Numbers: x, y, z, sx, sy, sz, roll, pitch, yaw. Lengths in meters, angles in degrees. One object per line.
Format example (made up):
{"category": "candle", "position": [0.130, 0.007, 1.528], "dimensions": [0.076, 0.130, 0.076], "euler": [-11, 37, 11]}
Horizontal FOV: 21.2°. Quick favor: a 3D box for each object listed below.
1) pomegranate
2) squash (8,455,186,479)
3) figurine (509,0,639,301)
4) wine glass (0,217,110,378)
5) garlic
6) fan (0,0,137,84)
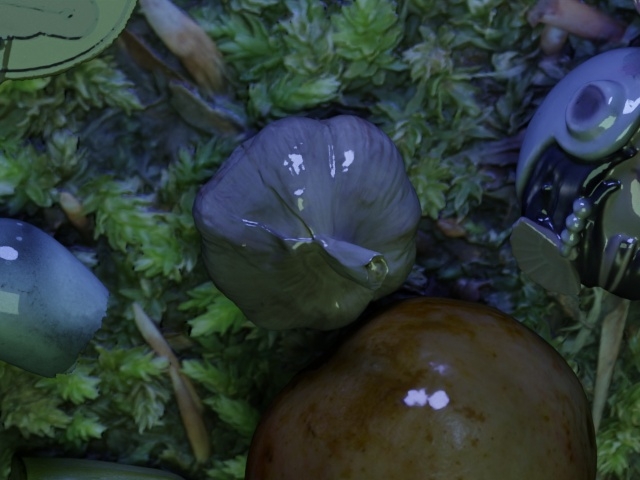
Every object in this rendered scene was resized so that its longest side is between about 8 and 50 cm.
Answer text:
{"category": "pomegranate", "position": [0.103, 0.228, 1.611], "dimensions": [0.338, 0.338, 0.338], "euler": [-6, 117, -11]}
{"category": "squash", "position": [-0.199, 0.262, 1.702], "dimensions": [0.224, 0.094, 0.094], "euler": [4, 115, -25]}
{"category": "figurine", "position": [0.327, -0.114, 1.561], "dimensions": [0.253, 0.211, 0.361], "euler": [17, 109, -15]}
{"category": "wine glass", "position": [-0.310, 0.022, 1.522], "dimensions": [0.241, 0.126, 0.126], "euler": [37, 103, -24]}
{"category": "garlic", "position": [0.000, 0.000, 1.539], "dimensions": [0.219, 0.212, 0.218], "euler": [-6, 112, -15]}
{"category": "fan", "position": [-0.275, -0.200, 1.481], "dimensions": [0.230, 0.011, 0.335], "euler": [8, 114, -18]}
